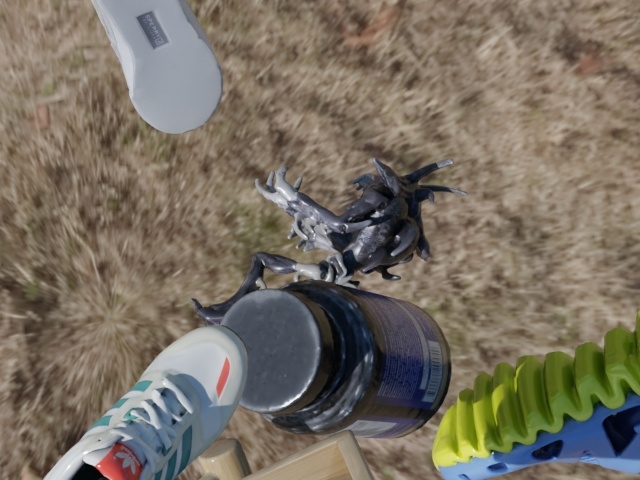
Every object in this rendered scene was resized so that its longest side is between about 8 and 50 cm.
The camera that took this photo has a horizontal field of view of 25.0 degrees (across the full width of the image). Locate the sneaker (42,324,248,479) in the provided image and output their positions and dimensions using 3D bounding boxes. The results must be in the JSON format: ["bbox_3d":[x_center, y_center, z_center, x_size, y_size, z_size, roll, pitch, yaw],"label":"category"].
[{"bbox_3d":[-0.093,0.110,0.762,0.161,0.075,0.057,-45,95,-12],"label":"sneaker"}]

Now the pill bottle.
[{"bbox_3d":[0.011,0.096,1.159,0.123,0.219,0.122,-5,79,27],"label":"pill bottle"}]

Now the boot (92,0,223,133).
[{"bbox_3d":[-0.162,-0.221,1.359,0.095,0.258,0.123,-18,54,-2],"label":"boot"}]

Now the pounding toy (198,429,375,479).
[{"bbox_3d":[-0.039,0.212,0.981,0.181,0.206,0.094,-25,108,-2],"label":"pounding toy"}]

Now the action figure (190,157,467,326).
[{"bbox_3d":[0.000,0.000,1.373,0.276,0.164,0.141,-39,55,-9],"label":"action figure"}]

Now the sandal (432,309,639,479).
[{"bbox_3d":[0.246,0.159,1.275,0.317,0.126,0.138,-23,114,27],"label":"sandal"}]
